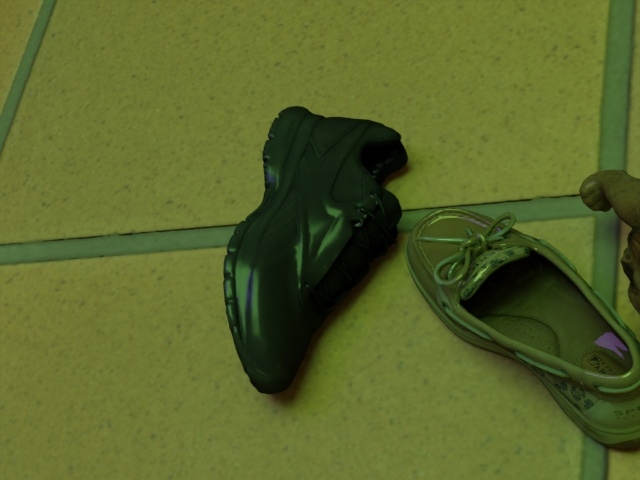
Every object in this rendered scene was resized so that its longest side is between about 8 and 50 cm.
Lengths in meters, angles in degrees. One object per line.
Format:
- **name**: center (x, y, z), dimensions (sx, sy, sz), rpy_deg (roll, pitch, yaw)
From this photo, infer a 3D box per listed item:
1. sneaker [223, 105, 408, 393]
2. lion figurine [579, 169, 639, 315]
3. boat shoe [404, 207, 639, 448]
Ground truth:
- **sneaker**: center (0.000, 0.000, 1.226), dimensions (0.130, 0.109, 0.286), rpy_deg (3, 58, 18)
- **lion figurine**: center (0.307, -0.084, 1.028), dimensions (0.142, 0.392, 0.240), rpy_deg (6, 16, -13)
- **boat shoe**: center (0.163, 0.045, 1.118), dimensions (0.104, 0.089, 0.285), rpy_deg (-43, 49, -10)
